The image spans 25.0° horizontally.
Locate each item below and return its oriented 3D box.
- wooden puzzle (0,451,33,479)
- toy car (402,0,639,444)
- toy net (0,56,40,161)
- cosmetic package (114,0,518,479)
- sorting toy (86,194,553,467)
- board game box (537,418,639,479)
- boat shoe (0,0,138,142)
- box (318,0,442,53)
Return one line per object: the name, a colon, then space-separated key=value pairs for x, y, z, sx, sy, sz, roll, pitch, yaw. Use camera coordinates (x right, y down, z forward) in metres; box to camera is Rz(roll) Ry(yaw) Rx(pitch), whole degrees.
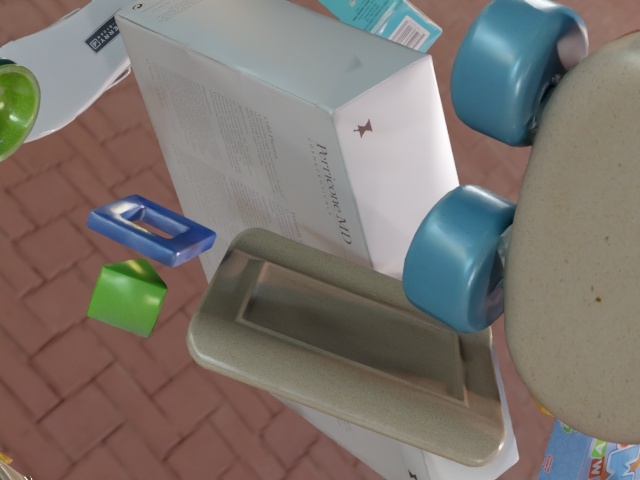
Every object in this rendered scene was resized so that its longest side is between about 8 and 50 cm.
wooden puzzle: x=-0.314 y=0.259 z=1.517 sx=0.116 sy=0.014 sz=0.078 roll=40 pitch=-5 yaw=42
toy car: x=0.205 y=-0.022 z=0.746 sx=0.219 sy=0.210 sz=0.238 roll=27 pitch=31 yaw=29
toy net: x=-0.240 y=-0.008 z=0.922 sx=0.045 sy=0.232 sz=0.122 roll=28 pitch=40 yaw=23
cosmetic package: x=0.000 y=0.000 z=1.124 sx=0.284 sy=0.097 sz=0.377 roll=33 pitch=-33 yaw=48
sorting toy: x=0.017 y=0.067 z=0.854 sx=0.348 sy=0.047 sz=0.196 roll=20 pitch=18 yaw=-1
board game box: x=0.249 y=0.126 z=1.072 sx=0.211 sy=0.160 sz=0.039 roll=6 pitch=13 yaw=-46
boat shoe: x=-0.265 y=-0.207 z=1.600 sx=0.108 sy=0.301 sz=0.102 roll=48 pitch=-11 yaw=-4
box: x=0.013 y=-0.281 z=1.524 sx=0.244 sy=0.060 sz=0.100 roll=45 pitch=11 yaw=30
